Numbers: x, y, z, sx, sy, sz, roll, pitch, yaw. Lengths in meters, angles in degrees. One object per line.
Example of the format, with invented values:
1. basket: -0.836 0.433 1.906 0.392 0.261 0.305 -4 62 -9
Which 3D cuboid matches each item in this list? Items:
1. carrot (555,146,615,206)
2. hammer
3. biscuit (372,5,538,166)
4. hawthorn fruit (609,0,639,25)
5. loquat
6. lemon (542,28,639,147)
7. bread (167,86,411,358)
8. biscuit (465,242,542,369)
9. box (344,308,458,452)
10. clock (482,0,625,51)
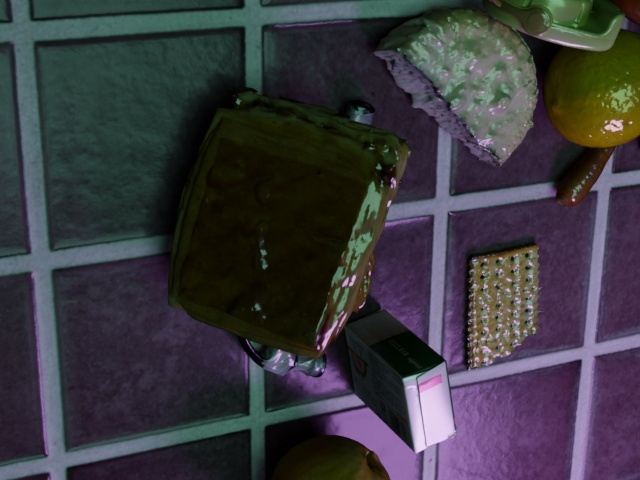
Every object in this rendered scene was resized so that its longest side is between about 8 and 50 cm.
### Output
1. carrot: 0.449 -0.143 1.899 0.048 0.048 0.216 39 85 -32
2. hammer: 0.000 0.000 1.738 0.152 0.044 0.427 16 100 -29
3. biscuit: 0.220 -0.244 1.722 0.281 0.084 0.179 36 92 -31
4. hawthorn fruit: 0.519 -0.421 1.700 0.301 0.268 0.267 -4 111 -16
5. loquat: 0.014 0.401 1.795 0.208 0.208 0.208 -9 113 -23
6. lemon: 0.432 -0.230 1.776 0.203 0.178 0.178 -22 117 -18
7. bread: -0.042 -0.026 1.604 0.167 0.277 0.324 -3 111 -73
8. biscuit: 0.300 0.107 1.934 0.144 0.016 0.203 -13 113 -21
9. box: 0.118 0.208 1.777 0.081 0.199 0.135 -21 119 -21
10. clock: 0.302 -0.341 1.674 0.232 0.170 0.069 7 119 -25
